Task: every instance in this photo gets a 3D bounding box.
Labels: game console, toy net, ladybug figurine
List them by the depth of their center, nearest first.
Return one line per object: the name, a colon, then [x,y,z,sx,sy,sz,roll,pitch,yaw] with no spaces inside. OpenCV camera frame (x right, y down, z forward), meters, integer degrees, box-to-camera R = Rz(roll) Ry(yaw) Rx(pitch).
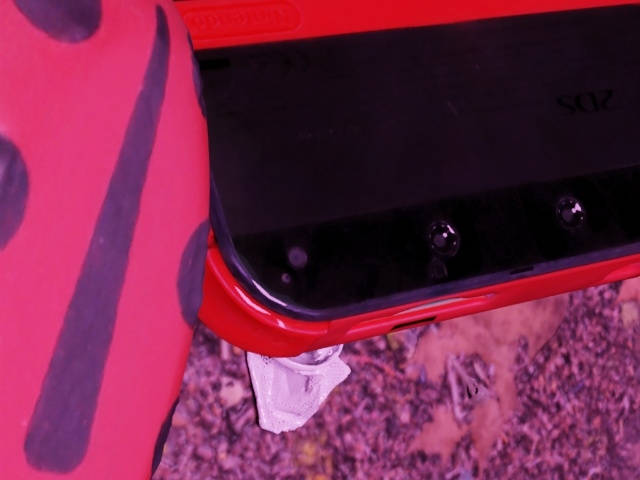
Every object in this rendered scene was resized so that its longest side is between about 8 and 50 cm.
ladybug figurine: [-0.165,0.028,0.677,0.305,0.161,0.449,19,81,-57]
game console: [0.060,-0.124,0.910,0.386,0.060,0.342,-11,79,-31]
toy net: [0.000,0.000,0.912,0.122,0.045,0.232,24,75,-33]
